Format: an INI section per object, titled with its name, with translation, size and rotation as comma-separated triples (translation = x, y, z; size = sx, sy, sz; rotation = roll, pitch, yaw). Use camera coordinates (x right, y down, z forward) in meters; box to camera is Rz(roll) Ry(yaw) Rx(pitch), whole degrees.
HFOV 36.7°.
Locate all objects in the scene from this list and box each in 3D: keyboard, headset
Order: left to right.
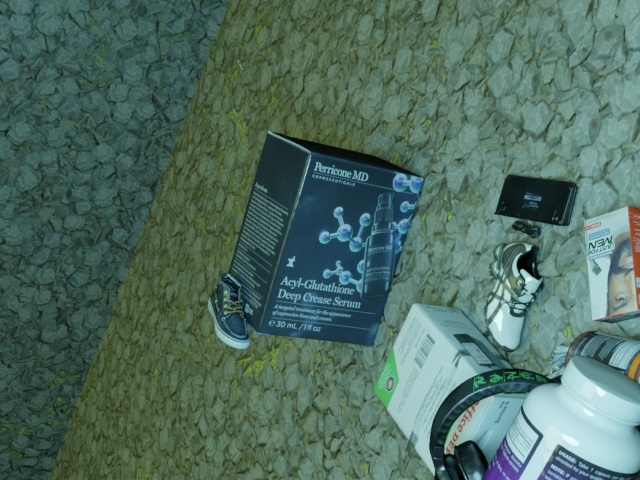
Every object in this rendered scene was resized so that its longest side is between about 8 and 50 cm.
[headset]
translation = 0.295, 0.384, 1.580
size = 0.185, 0.243, 0.394
rotation = -98, 8, -72
[keyboard]
translation = 0.382, -0.058, 1.731
size = 0.180, 0.023, 0.108
rotation = 16, 89, 60

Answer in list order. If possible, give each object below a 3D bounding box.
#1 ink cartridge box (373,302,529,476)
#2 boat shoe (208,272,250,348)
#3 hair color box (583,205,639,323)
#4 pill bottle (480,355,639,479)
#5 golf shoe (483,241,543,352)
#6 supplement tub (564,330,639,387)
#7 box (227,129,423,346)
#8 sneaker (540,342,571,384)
[ink cartridge box]
translation = 0.241, 0.283, 1.765
size = 0.289, 0.121, 0.211
rotation = 52, 125, 51
[boat shoe]
translation = -0.185, 0.142, 1.990
size = 0.183, 0.065, 0.083
rotation = 52, 129, 51
[hair color box]
translation = 0.473, 0.040, 1.525
size = 0.093, 0.053, 0.167
rotation = -24, 62, 53
[pill bottle]
translation = 0.337, 0.333, 1.370
size = 0.181, 0.181, 0.323
rotation = 47, 117, 53
[golf shoe]
translation = 0.343, 0.097, 1.698
size = 0.094, 0.077, 0.198
rotation = -14, 71, 56
[supplement tub]
translation = 0.467, 0.201, 1.438
size = 0.198, 0.106, 0.106
rotation = 12, 92, 59
[box]
translation = 0.000, 0.000, 2.076
size = 0.212, 0.293, 0.396
rotation = 32, 109, 56
[sneaker]
translation = 0.406, 0.204, 1.600
size = 0.135, 0.052, 0.058
rotation = -43, 37, 35
